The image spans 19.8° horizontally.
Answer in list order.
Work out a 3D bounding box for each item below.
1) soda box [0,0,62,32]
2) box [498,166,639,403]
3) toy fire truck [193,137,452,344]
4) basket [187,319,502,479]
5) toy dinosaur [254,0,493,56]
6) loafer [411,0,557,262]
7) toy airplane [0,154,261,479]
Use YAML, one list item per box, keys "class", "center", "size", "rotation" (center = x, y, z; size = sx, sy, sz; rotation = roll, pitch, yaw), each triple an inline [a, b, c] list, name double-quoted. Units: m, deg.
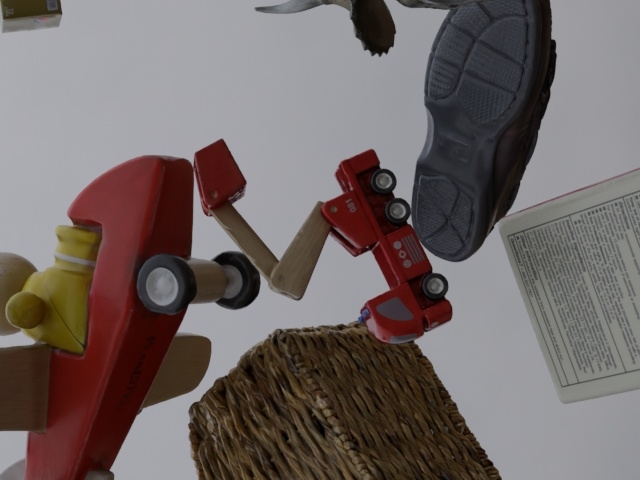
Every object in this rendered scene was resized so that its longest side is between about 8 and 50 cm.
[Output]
- class: "soda box"
  center: [-0.286, -0.293, 1.737]
  size: [0.061, 0.058, 0.181]
  rotation: [151, 111, -78]
- class: "box"
  center: [0.259, 0.014, 1.285]
  size: [0.127, 0.232, 0.148]
  rotation: [-18, -91, -35]
- class: "toy fire truck"
  center: [0.000, 0.000, 1.347]
  size: [0.192, 0.135, 0.047]
  rotation: [64, 170, 8]
- class: "basket"
  center: [0.028, 0.255, 1.922]
  size: [0.223, 0.213, 0.299]
  rotation: [-2, -126, -53]
- class: "toy dinosaur"
  center: [0.098, -0.192, 1.102]
  size: [0.160, 0.313, 0.121]
  rotation: [-34, -85, -28]
- class: "loafer"
  center: [0.156, -0.122, 1.682]
  size: [0.095, 0.109, 0.302]
  rotation: [-29, -38, -43]
- class: "toy airplane"
  center: [-0.261, 0.122, 1.841]
  size: [0.384, 0.272, 0.386]
  rotation: [-45, -28, -26]
